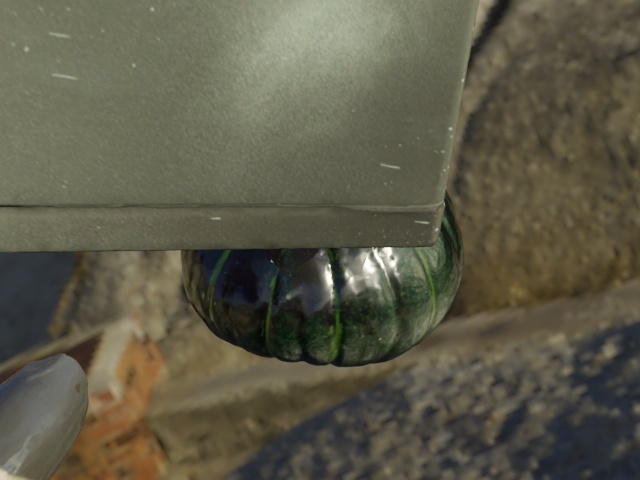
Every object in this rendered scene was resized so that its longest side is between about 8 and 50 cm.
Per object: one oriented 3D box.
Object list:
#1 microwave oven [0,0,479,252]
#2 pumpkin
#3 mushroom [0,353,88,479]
[{"bbox_3d":[-0.074,-0.247,0.898,0.236,0.374,0.432,0,35,-12],"label":"microwave oven"},{"bbox_3d":[0.000,0.000,1.579,0.250,0.216,0.250,-5,41,5],"label":"pumpkin"},{"bbox_3d":[-0.391,0.283,2.168,0.128,0.128,0.350,-9,43,41],"label":"mushroom"}]
